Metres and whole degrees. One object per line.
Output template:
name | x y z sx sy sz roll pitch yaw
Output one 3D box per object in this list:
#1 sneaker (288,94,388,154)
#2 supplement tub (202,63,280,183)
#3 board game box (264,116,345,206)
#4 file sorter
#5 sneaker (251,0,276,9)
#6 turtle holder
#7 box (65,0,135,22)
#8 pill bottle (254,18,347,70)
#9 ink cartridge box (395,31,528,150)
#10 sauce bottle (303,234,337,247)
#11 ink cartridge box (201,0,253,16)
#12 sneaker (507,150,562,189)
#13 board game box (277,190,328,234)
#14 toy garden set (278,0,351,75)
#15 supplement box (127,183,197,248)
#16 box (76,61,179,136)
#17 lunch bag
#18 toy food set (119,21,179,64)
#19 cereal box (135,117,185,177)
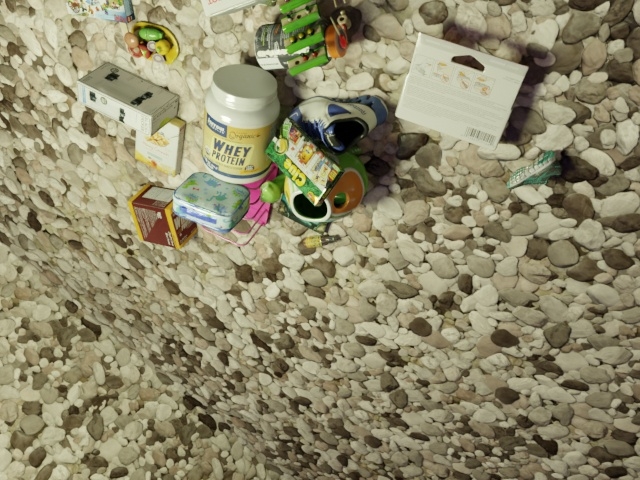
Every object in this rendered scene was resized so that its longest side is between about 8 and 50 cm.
sneaker | 0.024 -0.339 1.840 0.316 0.182 0.127 -1 124 29
supplement tub | -0.248 -0.359 1.939 0.228 0.228 0.316 23 134 10
board game box | -0.051 -0.233 1.835 0.259 0.030 0.136 47 118 26
file sorter | -0.290 -0.152 2.167 0.202 0.182 0.290 25 134 8
sneaker | -0.134 -0.690 1.721 0.192 0.064 0.086 -4 136 28
turtle holder | -0.021 -0.181 1.963 0.321 0.227 0.243 24 135 7
box | -0.705 -0.781 1.960 0.233 0.044 0.159 14 132 18
pill bottle | -0.051 -0.547 1.742 0.246 0.130 0.130 4 128 26
ink cartridge box | 0.375 -0.405 1.676 0.297 0.066 0.261 22 134 10
sauce bottle | 0.000 0.000 2.238 0.128 0.042 0.042 -11 121 34
ink cartridge box | -0.225 -0.761 1.607 0.223 0.129 0.307 -7 107 31
sneaker | 0.601 -0.178 1.750 0.076 0.065 0.166 42 136 -14
board game box | -0.054 -0.105 2.188 0.186 0.026 0.126 27 134 6
toy garden set | -0.011 -0.579 1.630 0.204 0.244 0.049 -17 159 20
supplement box | -0.610 -0.093 2.428 0.194 0.129 0.191 11 131 21
box | -0.644 -0.475 2.098 0.290 0.169 0.087 25 134 6
lunch bag | -0.346 -0.120 1.973 0.219 0.176 0.090 20 132 10
toy food set | -0.563 -0.623 1.997 0.218 0.071 0.128 17 133 16
cereal box | -0.578 -0.358 2.242 0.173 0.047 0.240 26 136 7
